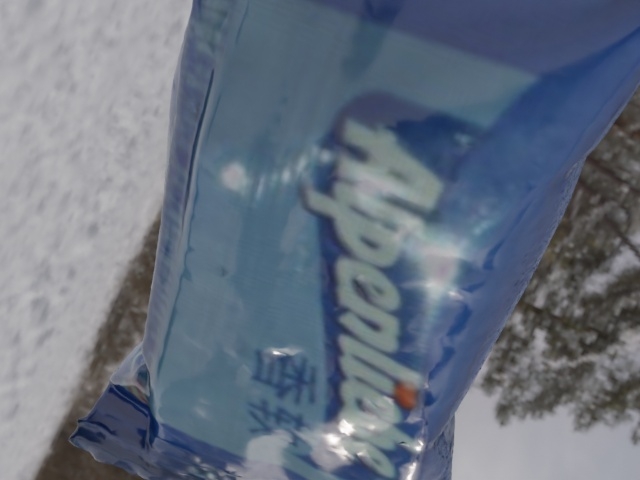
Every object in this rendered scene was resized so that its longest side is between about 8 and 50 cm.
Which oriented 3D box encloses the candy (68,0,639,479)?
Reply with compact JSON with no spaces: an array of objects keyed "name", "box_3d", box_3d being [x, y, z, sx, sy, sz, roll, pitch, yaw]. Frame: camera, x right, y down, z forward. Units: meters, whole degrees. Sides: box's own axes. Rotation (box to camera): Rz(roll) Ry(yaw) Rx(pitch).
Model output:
[{"name":"candy","box_3d":[0.000,0.000,0.442,0.077,0.187,0.331,-57,165,-52]}]
